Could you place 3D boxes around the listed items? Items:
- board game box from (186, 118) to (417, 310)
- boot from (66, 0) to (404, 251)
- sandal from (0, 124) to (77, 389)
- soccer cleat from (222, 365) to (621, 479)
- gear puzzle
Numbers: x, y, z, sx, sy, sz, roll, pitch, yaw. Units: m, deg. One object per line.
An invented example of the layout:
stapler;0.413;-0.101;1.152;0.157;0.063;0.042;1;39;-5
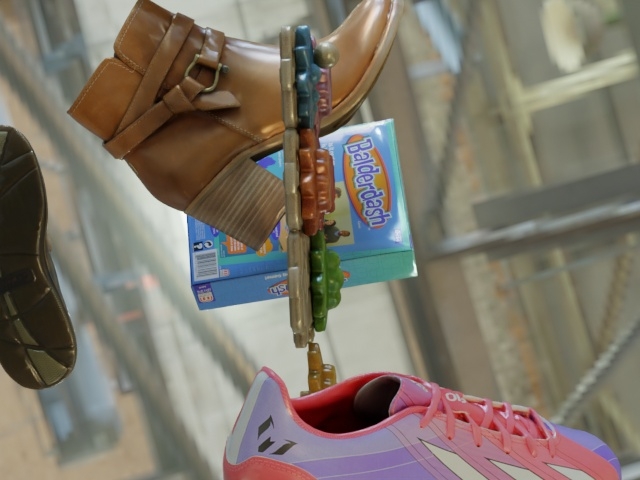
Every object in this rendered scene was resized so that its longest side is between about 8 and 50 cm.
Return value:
board game box;-0.022;-0.025;1.877;0.047;0.210;0.160;75;7;-55
boot;-0.074;-0.156;1.797;0.220;0.283;0.109;35;-6;-1
sandal;-0.251;0.014;1.640;0.060;0.090;0.219;-59;131;-84
soccer cleat;0.062;0.108;1.016;0.083;0.248;0.095;31;-64;54
gear puzzle;0.000;0.000;1.576;0.175;0.044;0.339;4;83;-87
